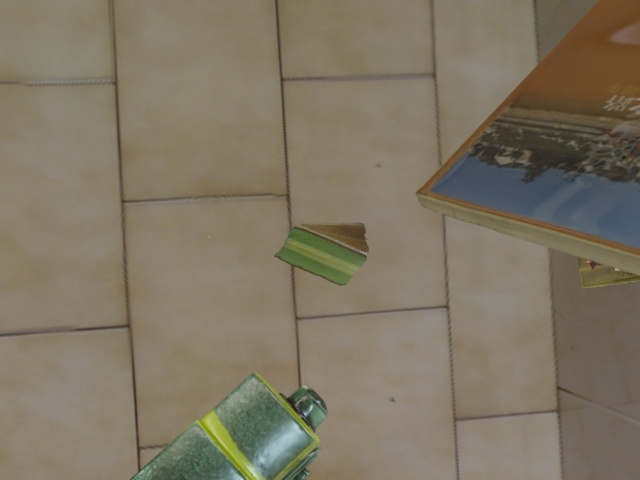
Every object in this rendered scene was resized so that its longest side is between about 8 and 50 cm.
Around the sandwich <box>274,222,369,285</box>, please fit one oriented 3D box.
[{"bbox_3d":[0.000,0.000,1.044,0.116,0.074,0.074,23,126,-20],"label":"sandwich"}]

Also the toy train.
[{"bbox_3d":[-0.173,0.366,1.084,0.442,0.272,0.179,-42,75,-8],"label":"toy train"}]

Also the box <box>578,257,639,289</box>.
[{"bbox_3d":[0.543,0.036,1.375,0.133,0.023,0.090,-11,74,23],"label":"box"}]

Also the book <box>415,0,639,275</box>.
[{"bbox_3d":[0.283,-0.124,0.577,0.374,0.262,0.028,-46,130,-19],"label":"book"}]
